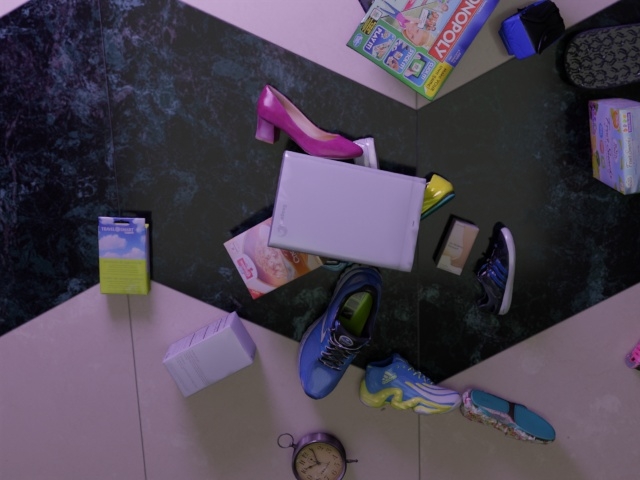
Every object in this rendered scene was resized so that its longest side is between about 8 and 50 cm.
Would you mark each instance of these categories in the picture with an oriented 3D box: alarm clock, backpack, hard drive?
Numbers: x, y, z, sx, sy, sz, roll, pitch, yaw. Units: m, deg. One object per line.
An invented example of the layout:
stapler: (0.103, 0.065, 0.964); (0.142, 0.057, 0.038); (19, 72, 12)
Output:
alarm clock: (-0.019, 0.512, 1.991); (0.192, 0.064, 0.129); (33, 102, -11)
backpack: (0.437, -0.442, 1.734); (0.120, 0.101, 0.098); (-35, 109, -25)
hard drive: (0.057, -0.059, 1.763); (0.307, 0.040, 0.203); (11, 86, -10)

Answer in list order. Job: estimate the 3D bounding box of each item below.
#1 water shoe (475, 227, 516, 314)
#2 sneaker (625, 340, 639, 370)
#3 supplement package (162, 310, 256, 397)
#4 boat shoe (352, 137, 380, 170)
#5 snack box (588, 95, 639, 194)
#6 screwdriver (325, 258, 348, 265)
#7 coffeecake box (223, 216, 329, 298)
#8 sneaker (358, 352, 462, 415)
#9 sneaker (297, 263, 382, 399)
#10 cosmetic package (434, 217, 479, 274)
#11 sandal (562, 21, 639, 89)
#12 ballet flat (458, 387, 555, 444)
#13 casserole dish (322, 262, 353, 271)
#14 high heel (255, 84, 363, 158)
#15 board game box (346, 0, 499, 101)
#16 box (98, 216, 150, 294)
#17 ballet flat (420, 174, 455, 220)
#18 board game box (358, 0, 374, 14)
water shoe: (0.391, 0.072, 1.877); (0.080, 0.073, 0.203); (1, 104, 2)
sneaker: (0.766, 0.256, 1.947); (0.057, 0.047, 0.119); (30, 106, -23)
supplement package: (-0.250, 0.258, 1.902); (0.179, 0.105, 0.105); (-28, 102, 7)
boat shoe: (0.098, -0.130, 1.829); (0.063, 0.066, 0.184); (-5, 105, 11)
snack box: (0.622, -0.202, 1.739); (0.070, 0.207, 0.174); (-9, 104, 1)
screwdriver: (0.075, 0.049, 1.856); (0.170, 0.024, 0.025); (6, 75, -3)
coffeecake box: (-0.095, 0.023, 1.830); (0.185, 0.068, 0.142); (-28, 93, 21)
sneaker: (0.210, 0.329, 1.932); (0.240, 0.091, 0.126); (2, 104, 0)
sneaker: (0.039, 0.215, 1.873); (0.130, 0.147, 0.330); (22, 104, -6)
cosmetic package: (0.305, 0.013, 1.877); (0.060, 0.041, 0.115); (18, 104, -5)
sandal: (0.737, -0.404, 1.755); (0.446, 0.107, 0.167); (1, 106, 12)
ballet flat: (0.435, 0.421, 1.974); (0.241, 0.091, 0.077); (27, 133, -3)
casserole dish: (0.000, 0.000, 1.874); (0.188, 0.037, 0.114); (29, 102, -7)
high heel: (-0.020, -0.249, 1.779); (0.244, 0.082, 0.117); (17, 113, 14)
board game box: (0.227, -0.474, 1.699); (0.213, 0.046, 0.317); (32, 101, -7)
box: (-0.439, 0.032, 1.874); (0.109, 0.042, 0.178); (1, 104, -2)
ballet flat: (0.192, -0.058, 1.850); (0.231, 0.077, 0.077); (-41, 80, 6)
board game box: (0.173, -0.505, 1.740); (0.170, 0.048, 0.141); (-29, 101, 6)
